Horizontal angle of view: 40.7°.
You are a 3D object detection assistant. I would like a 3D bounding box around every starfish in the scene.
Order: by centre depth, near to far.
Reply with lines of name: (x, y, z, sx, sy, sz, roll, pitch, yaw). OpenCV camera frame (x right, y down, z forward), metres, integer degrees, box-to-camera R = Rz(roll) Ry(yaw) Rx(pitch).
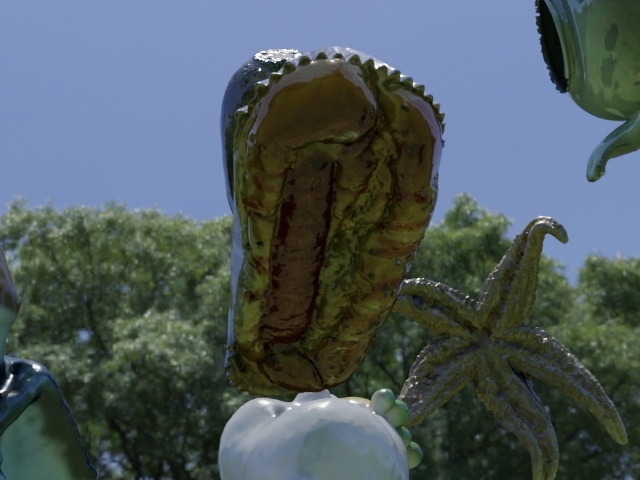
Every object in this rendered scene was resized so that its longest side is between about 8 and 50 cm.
starfish: (0.201, 0.121, 1.041, 0.375, 0.326, 0.094, 19, -1, 9)

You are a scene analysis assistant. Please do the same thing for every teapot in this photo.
teapot: (0.286, -0.213, 0.861, 0.130, 0.294, 0.193, -16, -11, 5)

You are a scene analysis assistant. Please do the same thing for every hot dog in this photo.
hot dog: (0.000, 0.000, 0.531, 0.131, 0.069, 0.252, 2, -55, -17)

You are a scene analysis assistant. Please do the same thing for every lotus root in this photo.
lotus root: (-0.068, -0.136, 1.245, 0.152, 0.160, 0.274, 3, -74, 2)

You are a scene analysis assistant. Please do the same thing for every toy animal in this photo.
toy animal: (-0.021, 0.243, 0.746, 0.183, 0.247, 0.310, 25, -45, 0)

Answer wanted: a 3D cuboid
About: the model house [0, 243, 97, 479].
model house: (-0.228, 0.126, 0.449, 0.185, 0.291, 0.253, 7, -13, 37)
